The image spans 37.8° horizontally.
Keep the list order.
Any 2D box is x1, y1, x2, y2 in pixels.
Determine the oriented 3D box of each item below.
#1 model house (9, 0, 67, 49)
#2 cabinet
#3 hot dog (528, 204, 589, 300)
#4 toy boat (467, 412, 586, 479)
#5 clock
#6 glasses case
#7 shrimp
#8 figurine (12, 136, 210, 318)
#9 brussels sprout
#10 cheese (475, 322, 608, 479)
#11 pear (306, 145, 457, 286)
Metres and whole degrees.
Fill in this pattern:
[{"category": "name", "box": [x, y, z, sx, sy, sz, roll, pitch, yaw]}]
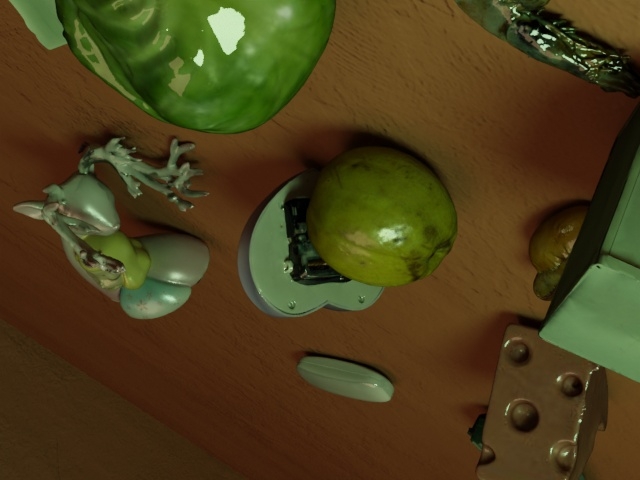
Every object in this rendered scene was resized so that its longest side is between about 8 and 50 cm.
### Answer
[{"category": "model house", "box": [-0.255, -0.273, 0.864, 0.100, 0.127, 0.149, -1, 145, 47]}, {"category": "cabinet", "box": [0.284, -0.007, 0.717, 0.145, 0.206, 0.150, 24, 155, 8]}, {"category": "hot dog", "box": [0.258, 0.017, 0.966, 0.089, 0.060, 0.140, 37, 158, -7]}, {"category": "toy boat", "box": [0.357, 0.384, 1.525, 0.141, 0.092, 0.319, 6, 148, 43]}, {"category": "clock", "box": [0.000, 0.000, 1.088, 0.198, 0.172, 0.064, -2, 174, -36]}, {"category": "glasses case", "box": [0.041, 0.241, 1.629, 0.193, 0.049, 0.074, 7, 148, 40]}, {"category": "shrimp", "box": [0.185, -0.182, 0.698, 0.195, 0.035, 0.148, 31, 153, -2]}, {"category": "figurine", "box": [-0.268, -0.021, 1.316, 0.284, 0.206, 0.316, 18, 160, 34]}, {"category": "brussels sprout", "box": [-0.107, -0.203, 0.767, 0.244, 0.244, 0.244, 23, 155, 12]}, {"category": "cheese", "box": [0.304, 0.220, 1.209, 0.128, 0.203, 0.177, 10, 178, 30]}, {"category": "pear", "box": [0.063, -0.023, 0.990, 0.162, 0.149, 0.149, 27, 155, 12]}]
